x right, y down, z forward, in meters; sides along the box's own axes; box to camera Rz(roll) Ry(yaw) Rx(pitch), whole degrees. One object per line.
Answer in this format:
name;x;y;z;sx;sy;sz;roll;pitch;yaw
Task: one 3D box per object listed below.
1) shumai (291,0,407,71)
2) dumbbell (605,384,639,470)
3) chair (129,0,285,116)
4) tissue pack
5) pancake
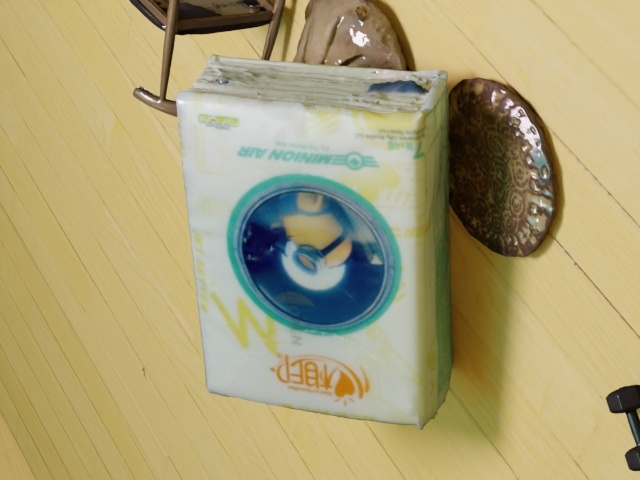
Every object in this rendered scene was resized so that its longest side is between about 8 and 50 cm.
shumai;0.006;-0.191;1.707;0.201;0.120;0.201;39;138;46
dumbbell;0.310;0.183;1.442;0.040;0.036;0.083;-26;81;61
chair;-0.148;-0.306;1.854;0.166;0.188;0.272;49;140;44
tissue pack;0.000;0.000;1.631;0.287;0.162;0.388;7;121;19
pancake;0.183;-0.076;1.553;0.199;0.021;0.199;35;133;49
